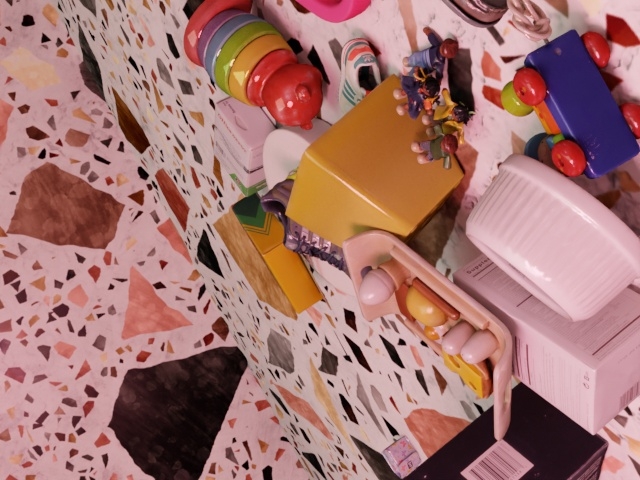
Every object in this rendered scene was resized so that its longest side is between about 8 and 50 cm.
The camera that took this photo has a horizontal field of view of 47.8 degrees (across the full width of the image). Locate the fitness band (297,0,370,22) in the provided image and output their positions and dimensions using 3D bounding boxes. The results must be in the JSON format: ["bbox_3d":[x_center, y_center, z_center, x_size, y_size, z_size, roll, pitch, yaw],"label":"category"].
[{"bbox_3d":[-0.021,-0.455,1.098,0.291,0.054,0.209,47,155,31],"label":"fitness band"}]

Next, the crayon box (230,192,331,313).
[{"bbox_3d":[-0.097,0.035,1.717,0.202,0.081,0.318,62,172,-34],"label":"crayon box"}]

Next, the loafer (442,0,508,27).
[{"bbox_3d":[0.142,-0.370,0.807,0.267,0.096,0.084,61,152,2],"label":"loafer"}]

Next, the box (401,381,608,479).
[{"bbox_3d":[0.287,0.472,1.216,0.179,0.343,0.312,37,148,41],"label":"box"}]

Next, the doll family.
[{"bbox_3d":[0.161,-0.197,1.006,0.193,0.076,0.111,65,162,-6],"label":"doll family"}]

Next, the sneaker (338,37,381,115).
[{"bbox_3d":[0.066,-0.238,1.157,0.161,0.057,0.075,88,165,-45],"label":"sneaker"}]

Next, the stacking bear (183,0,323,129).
[{"bbox_3d":[-0.106,-0.318,1.332,0.289,0.164,0.175,43,153,25],"label":"stacking bear"}]

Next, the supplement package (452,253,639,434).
[{"bbox_3d":[0.315,0.113,0.975,0.244,0.139,0.134,38,153,46],"label":"supplement package"}]

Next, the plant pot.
[{"bbox_3d":[0.094,-0.088,1.133,0.187,0.212,0.212,42,155,10],"label":"plant pot"}]

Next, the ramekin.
[{"bbox_3d":[0.270,0.004,0.855,0.207,0.109,0.207,40,-177,-3],"label":"ramekin"}]

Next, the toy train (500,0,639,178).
[{"bbox_3d":[0.247,-0.184,0.819,0.248,0.105,0.143,60,171,-2],"label":"toy train"}]

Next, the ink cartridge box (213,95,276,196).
[{"bbox_3d":[-0.174,-0.223,1.673,0.153,0.087,0.208,54,158,15],"label":"ink cartridge box"}]

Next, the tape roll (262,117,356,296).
[{"bbox_3d":[0.016,-0.065,1.487,0.392,0.072,0.392,46,154,30],"label":"tape roll"}]

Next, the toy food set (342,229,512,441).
[{"bbox_3d":[0.155,0.140,1.052,0.306,0.092,0.219,42,161,37],"label":"toy food set"}]

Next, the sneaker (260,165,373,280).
[{"bbox_3d":[0.000,0.000,1.344,0.300,0.121,0.111,50,157,22],"label":"sneaker"}]

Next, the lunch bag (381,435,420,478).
[{"bbox_3d":[0.211,0.557,1.855,0.083,0.071,0.053,57,154,11],"label":"lunch bag"}]
